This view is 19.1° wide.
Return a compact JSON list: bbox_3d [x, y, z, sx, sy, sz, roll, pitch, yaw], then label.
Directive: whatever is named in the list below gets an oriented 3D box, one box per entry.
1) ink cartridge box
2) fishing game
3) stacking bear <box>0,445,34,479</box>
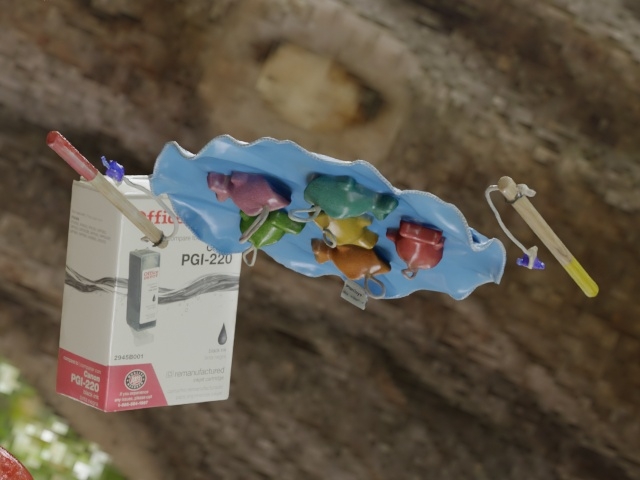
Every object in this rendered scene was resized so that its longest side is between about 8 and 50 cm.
[{"bbox_3d":[-0.165,0.049,1.869,0.092,0.158,0.218,14,-78,48],"label":"ink cartridge box"},{"bbox_3d":[0.000,0.000,0.951,0.189,0.264,0.041,49,53,-60],"label":"fishing game"},{"bbox_3d":[-0.305,0.183,1.180,0.164,0.289,0.175,-41,124,-69],"label":"stacking bear"}]
